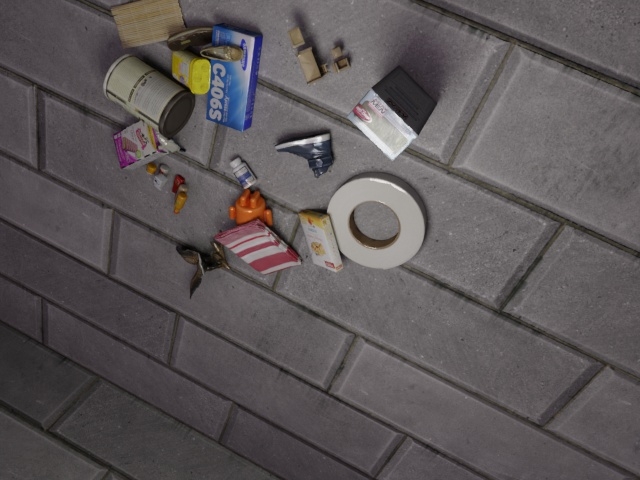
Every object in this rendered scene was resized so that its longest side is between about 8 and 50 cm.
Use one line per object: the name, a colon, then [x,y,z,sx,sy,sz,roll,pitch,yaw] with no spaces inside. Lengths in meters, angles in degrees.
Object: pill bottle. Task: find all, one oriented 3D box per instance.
pill bottle: [-0.317,-0.276,1.947,0.067,0.067,0.120,-26,105,31]

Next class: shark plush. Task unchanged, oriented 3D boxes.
shark plush: [-0.603,-0.403,1.954,0.073,0.161,0.067,-37,63,27]

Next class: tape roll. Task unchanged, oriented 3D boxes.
tape roll: [0.214,-0.071,1.847,0.391,0.072,0.392,9,120,17]

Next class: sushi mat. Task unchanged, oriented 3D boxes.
sushi mat: [-0.648,-0.827,1.803,0.316,0.019,0.152,-1,118,22]

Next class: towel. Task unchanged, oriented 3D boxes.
towel: [-0.257,0.042,2.032,0.237,0.037,0.329,-17,138,30]

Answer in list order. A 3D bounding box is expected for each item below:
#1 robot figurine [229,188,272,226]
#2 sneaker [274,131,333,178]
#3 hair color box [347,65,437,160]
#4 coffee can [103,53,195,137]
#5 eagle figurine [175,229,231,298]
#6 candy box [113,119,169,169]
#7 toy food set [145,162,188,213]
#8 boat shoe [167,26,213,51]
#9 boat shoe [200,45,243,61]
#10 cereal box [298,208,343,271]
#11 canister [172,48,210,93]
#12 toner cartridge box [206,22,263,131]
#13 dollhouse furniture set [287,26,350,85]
robot figurine: [-0.292,-0.106,1.989,0.128,0.158,0.220,53,149,41]
sneaker: [-0.059,-0.311,1.812,0.226,0.086,0.164,-3,114,22]
hair color box: [0.232,-0.401,1.468,0.185,0.374,0.113,43,124,-5]
coffee can: [-0.656,-0.557,1.846,0.275,0.201,0.202,34,125,1]
eagle figurine: [-0.549,0.121,2.195,0.298,0.226,0.225,-20,129,24]
candy box: [-0.760,-0.408,2.017,0.233,0.071,0.159,-17,86,28]
toy food set: [-0.665,-0.233,2.086,0.232,0.111,0.104,40,126,5]
boat shoe: [-0.467,-0.751,1.738,0.189,0.072,0.068,-10,153,2]
boat shoe: [-0.343,-0.652,1.667,0.152,0.048,0.056,14,122,15]
cereal box: [0.000,0.000,1.936,0.173,0.047,0.240,18,130,54]
canister: [-0.482,-0.631,1.771,0.170,0.073,0.126,38,130,36]
toner cartridge box: [-0.323,-0.596,1.766,0.165,0.075,0.348,20,123,10]
dollhouse furniture set: [-0.004,-0.645,1.622,0.160,0.101,0.182,-21,109,4]
